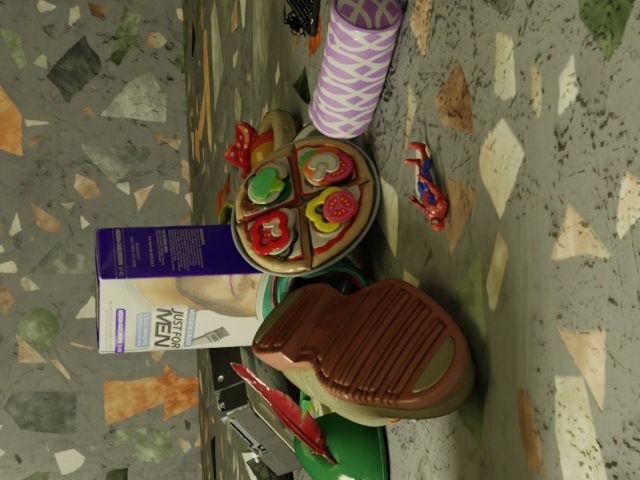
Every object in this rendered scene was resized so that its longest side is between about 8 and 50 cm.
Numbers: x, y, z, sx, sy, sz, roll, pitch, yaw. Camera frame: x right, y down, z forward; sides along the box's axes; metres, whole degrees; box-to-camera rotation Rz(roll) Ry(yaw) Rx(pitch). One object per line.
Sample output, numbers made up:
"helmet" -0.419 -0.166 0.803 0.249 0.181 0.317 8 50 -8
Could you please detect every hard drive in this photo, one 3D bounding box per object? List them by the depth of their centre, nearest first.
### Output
"hard drive" -0.115 0.196 1.802 0.237 0.064 0.339 56 -163 -47

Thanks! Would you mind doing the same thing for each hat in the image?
"hat" -0.024 0.276 1.373 0.173 0.183 0.208 114 152 -63

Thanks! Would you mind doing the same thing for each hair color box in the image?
"hair color box" -0.168 0.072 1.623 0.185 0.339 0.110 103 159 -48

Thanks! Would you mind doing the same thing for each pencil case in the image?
"pencil case" 0.036 -0.210 1.256 0.206 0.086 0.088 107 143 -53

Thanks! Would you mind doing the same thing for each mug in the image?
"mug" -0.113 0.438 2.097 0.062 0.078 0.064 -14 86 44

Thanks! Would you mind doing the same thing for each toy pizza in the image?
"toy pizza" -0.024 -0.049 1.330 0.032 0.201 0.201 51 -156 -54

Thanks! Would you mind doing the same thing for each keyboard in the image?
"keyboard" -0.040 -0.369 1.679 0.192 0.038 0.100 -113 24 -59

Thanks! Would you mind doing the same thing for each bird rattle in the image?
"bird rattle" -0.079 -0.129 1.804 0.207 0.143 0.253 124 157 -50

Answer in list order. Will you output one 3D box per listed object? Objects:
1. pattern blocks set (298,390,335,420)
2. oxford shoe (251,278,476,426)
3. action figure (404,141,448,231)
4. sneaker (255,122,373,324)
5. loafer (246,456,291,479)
"pattern blocks set" 0.005 0.318 1.607 0.325 0.026 0.285 -115 26 -60
"oxford shoe" 0.067 0.134 1.164 0.140 0.146 0.397 -50 20 -12
"action figure" 0.109 -0.052 1.103 0.038 0.030 0.115 107 155 -42
"sneaker" 0.000 0.000 1.380 0.178 0.124 0.295 -154 73 -64
"loafer" -0.096 0.405 1.937 0.076 0.078 0.223 121 145 -68
